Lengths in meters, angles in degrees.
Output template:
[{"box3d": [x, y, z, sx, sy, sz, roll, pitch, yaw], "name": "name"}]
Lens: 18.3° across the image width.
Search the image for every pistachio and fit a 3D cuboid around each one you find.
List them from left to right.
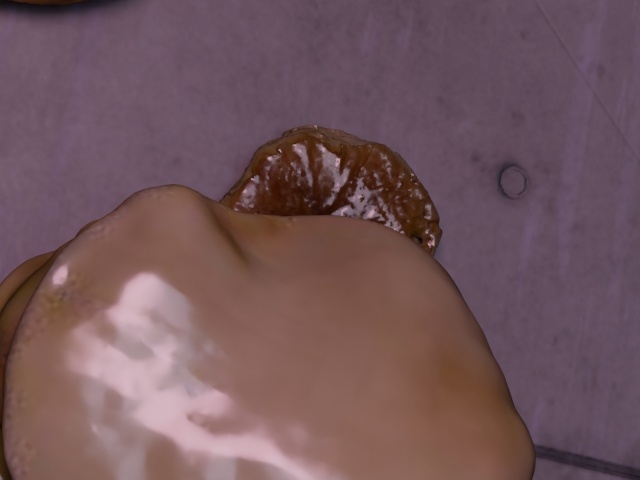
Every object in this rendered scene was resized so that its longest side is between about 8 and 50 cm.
[{"box3d": [-0.035, 0.149, 1.407, 0.445, 0.281, 0.365, 36, 66, -15], "name": "pistachio"}]

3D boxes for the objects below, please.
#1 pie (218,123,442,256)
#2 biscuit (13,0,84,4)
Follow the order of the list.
[{"box3d": [0.000, 0.000, 1.577, 0.195, 0.046, 0.195, 4, 78, -19], "name": "pie"}, {"box3d": [-0.264, -0.363, 1.535, 0.385, 0.062, 0.365, 28, 69, -14], "name": "biscuit"}]
